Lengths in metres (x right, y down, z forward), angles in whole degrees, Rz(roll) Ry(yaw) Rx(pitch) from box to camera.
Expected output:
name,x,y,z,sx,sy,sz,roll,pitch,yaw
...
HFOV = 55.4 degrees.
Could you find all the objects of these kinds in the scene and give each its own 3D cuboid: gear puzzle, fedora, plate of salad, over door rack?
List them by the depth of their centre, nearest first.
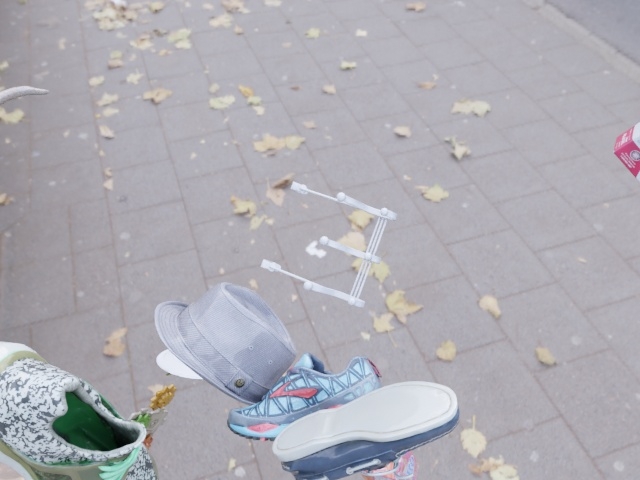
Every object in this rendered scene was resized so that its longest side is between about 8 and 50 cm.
name,x,y,z,sx,sy,sz,roll,pitch,yaw
fedora,-0.143,0.164,1.072,0.124,0.275,0.244,-46,18,6
plate of salad,-0.271,0.283,1.385,0.199,0.048,0.200,7,9,-1
over door rack,0.000,0.000,1.464,0.324,0.108,0.240,20,88,38
gear puzzle,-0.488,0.536,1.666,0.044,0.175,0.339,35,92,25

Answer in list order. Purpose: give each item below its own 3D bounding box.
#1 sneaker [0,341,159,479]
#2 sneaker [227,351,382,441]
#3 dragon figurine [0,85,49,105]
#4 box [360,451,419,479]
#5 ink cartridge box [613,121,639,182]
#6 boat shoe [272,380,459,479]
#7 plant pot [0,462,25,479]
name,x,y,z,sx,sy,sz,roll,pitch,yaw
sneaker,-0.310,0.289,0.835,0.182,0.410,0.158,2,53,23
sneaker,-0.025,0.243,0.969,0.261,0.104,0.125,-12,76,11
dragon figurine,-0.383,-0.046,0.590,0.289,0.085,0.144,-60,29,-6
box,0.213,0.699,1.879,0.128,0.257,0.123,7,57,25
ink cartridge box,0.540,-0.147,0.909,0.109,0.150,0.063,47,44,-3
boat shoe,0.061,0.251,0.762,0.254,0.079,0.095,-24,18,18
plant pot,-0.555,0.417,1.044,0.263,0.229,0.263,23,39,-20
